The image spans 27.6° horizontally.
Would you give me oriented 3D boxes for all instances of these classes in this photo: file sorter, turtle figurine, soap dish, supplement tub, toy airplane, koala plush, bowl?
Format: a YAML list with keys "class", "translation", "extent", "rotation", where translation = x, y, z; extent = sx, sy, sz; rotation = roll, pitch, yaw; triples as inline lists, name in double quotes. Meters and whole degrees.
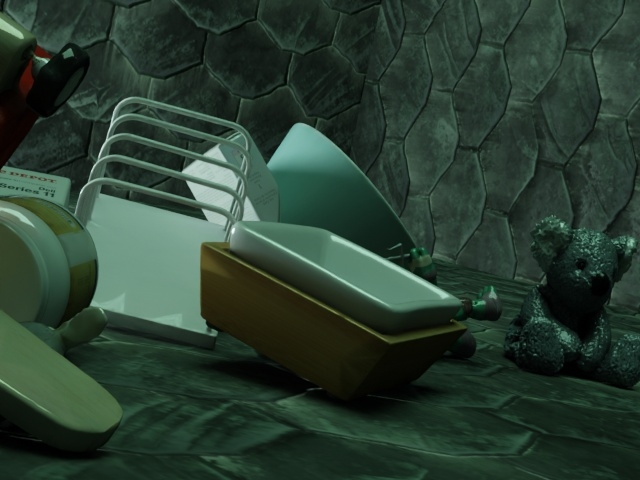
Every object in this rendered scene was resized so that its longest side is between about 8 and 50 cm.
- class: "file sorter"
  translation: [-0.188, -0.034, 1.546]
  extent: [0.192, 0.173, 0.278]
  rotation: [15, 25, -7]
- class: "turtle figurine"
  translation: [0.126, 0.100, 1.767]
  extent: [0.234, 0.118, 0.175]
  rotation: [11, -37, -32]
- class: "soap dish"
  translation: [0.014, 0.075, 1.426]
  extent: [0.228, 0.118, 0.291]
  rotation: [28, 9, 19]
- class: "supplement tub"
  translation: [-0.289, 0.033, 1.185]
  extent: [0.144, 0.144, 0.200]
  rotation: [12, 3, 1]
- class: "toy airplane"
  translation: [-0.352, -0.007, 0.942]
  extent: [0.384, 0.386, 0.272]
  rotation: [1, -35, -29]
- class: "koala plush"
  translation: [0.374, 0.082, 1.932]
  extent: [0.196, 0.221, 0.203]
  rotation: [10, 4, -14]
- class: "bowl"
  translation: [0.000, 0.000, 1.900]
  extent: [0.311, 0.163, 0.311]
  rotation: [48, -11, 13]

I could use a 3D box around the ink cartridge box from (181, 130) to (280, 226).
- class: "ink cartridge box"
  translation: [-0.092, -0.022, 1.777]
  extent: [0.066, 0.232, 0.189]
  rotation: [-34, 5, -22]

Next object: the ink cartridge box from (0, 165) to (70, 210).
- class: "ink cartridge box"
  translation: [-0.374, -0.008, 1.486]
  extent: [0.153, 0.087, 0.208]
  rotation: [10, 25, -9]
